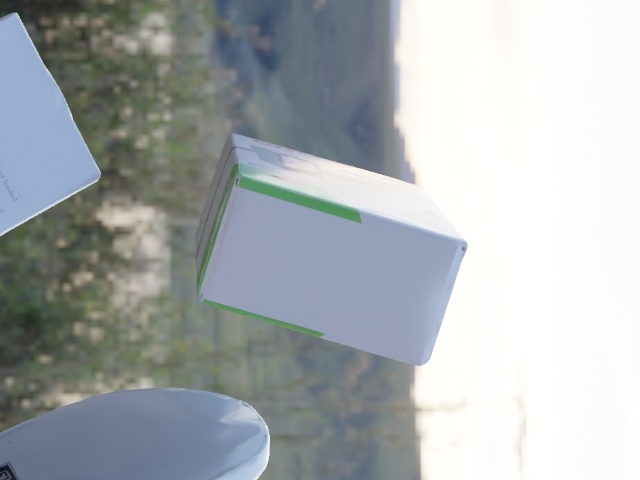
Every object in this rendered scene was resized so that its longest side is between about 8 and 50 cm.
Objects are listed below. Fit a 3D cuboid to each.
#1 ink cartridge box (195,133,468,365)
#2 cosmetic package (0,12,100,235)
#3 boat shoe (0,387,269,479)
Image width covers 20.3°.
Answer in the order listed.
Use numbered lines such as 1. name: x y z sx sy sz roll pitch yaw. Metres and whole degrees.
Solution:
1. ink cartridge box: 0.000 0.000 1.550 0.273 0.198 0.115 -112 -141 -78
2. cosmetic package: -0.309 -0.066 1.431 0.151 0.183 0.151 -15 -75 51
3. boat shoe: -0.126 0.128 0.795 0.078 0.219 0.070 -123 -158 -51
